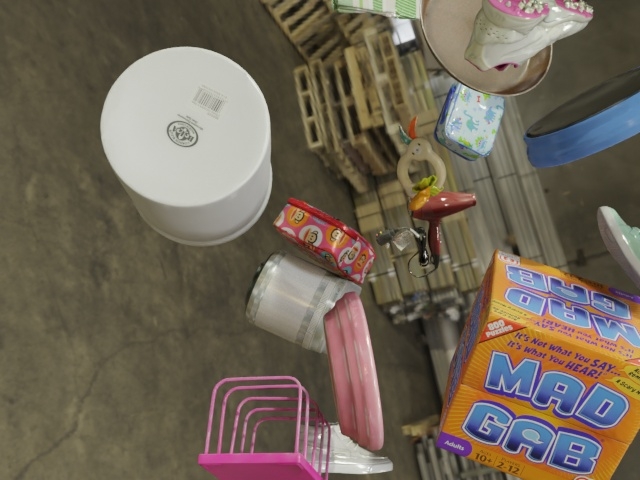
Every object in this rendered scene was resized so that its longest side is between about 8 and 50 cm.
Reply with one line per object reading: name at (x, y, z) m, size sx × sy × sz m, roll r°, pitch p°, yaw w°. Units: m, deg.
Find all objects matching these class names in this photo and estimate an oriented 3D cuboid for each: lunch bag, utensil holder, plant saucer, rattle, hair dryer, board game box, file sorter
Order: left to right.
utensil holder at (-0.259, -0.173, 1.410) m, size 0.385 × 0.328 × 0.327 m, roll 121°, pitch -45°, yaw -80°
file sorter at (-0.101, 0.418, 1.453) m, size 0.290 × 0.202 × 0.182 m, roll 68°, pitch 21°, yaw -55°
lunch bag at (0.000, 0.000, 1.865) m, size 0.120 × 0.258 × 0.293 m, roll -60°, pitch 154°, yaw -7°
plant saucer at (0.063, 0.276, 1.452) m, size 0.332 × 0.084 × 0.331 m, roll 172°, pitch -90°, yaw -88°
rattle at (0.217, -0.188, 1.665) m, size 0.143 × 0.130 × 0.199 m, roll -27°, pitch 112°, yaw -39°
hair dryer at (0.317, -0.045, 1.961) m, size 0.224 × 0.293 × 0.080 m, roll 37°, pitch 21°, yaw -31°
lunch bag at (0.440, -0.362, 2.042) m, size 0.090 × 0.176 × 0.218 m, roll -15°, pitch -127°, yaw 68°
plant saucer at (0.334, -0.429, 1.418) m, size 0.050 × 0.311 × 0.310 m, roll 143°, pitch -65°, yaw -65°
board game box at (0.502, 0.292, 1.562) m, size 0.356 × 0.357 × 0.356 m, roll -54°, pitch 161°, yaw -64°

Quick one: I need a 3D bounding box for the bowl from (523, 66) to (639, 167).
bowl at (0.654, -0.298, 1.595) m, size 0.077 × 0.391 × 0.391 m, roll 59°, pitch 18°, yaw -9°

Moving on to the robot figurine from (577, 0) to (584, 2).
robot figurine at (0.702, -0.768, 1.902) m, size 0.173 × 0.209 × 0.278 m, roll 87°, pitch 28°, yaw -70°

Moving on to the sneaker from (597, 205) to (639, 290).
sneaker at (0.740, 0.008, 1.537) m, size 0.255 × 0.151 × 0.094 m, roll 63°, pitch 3°, yaw 24°

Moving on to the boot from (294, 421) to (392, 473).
boot at (0.061, 0.513, 1.716) m, size 0.095 × 0.259 × 0.123 m, roll 147°, pitch -52°, yaw -66°

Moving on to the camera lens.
camera lens at (-0.053, 0.168, 1.871) m, size 0.219 × 0.274 × 0.219 m, roll 24°, pitch 90°, yaw -84°

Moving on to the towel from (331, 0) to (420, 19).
towel at (0.165, -0.737, 1.888) m, size 0.325 × 0.038 × 0.247 m, roll -5°, pitch 98°, yaw -34°

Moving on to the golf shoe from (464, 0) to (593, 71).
golf shoe at (0.349, -0.362, 1.168) m, size 0.306 × 0.140 × 0.115 m, roll -17°, pitch 55°, yaw -41°
